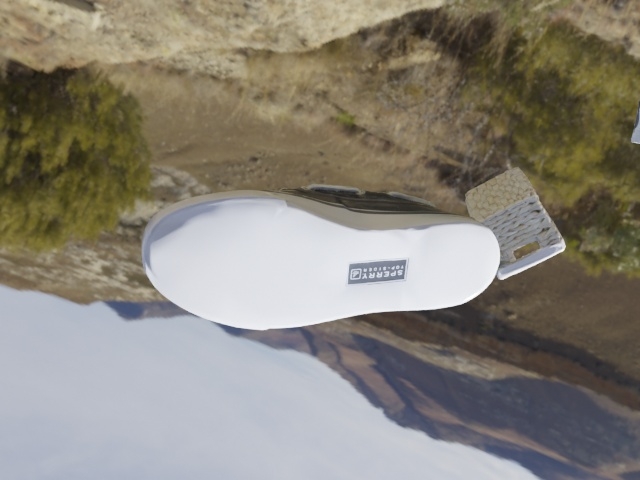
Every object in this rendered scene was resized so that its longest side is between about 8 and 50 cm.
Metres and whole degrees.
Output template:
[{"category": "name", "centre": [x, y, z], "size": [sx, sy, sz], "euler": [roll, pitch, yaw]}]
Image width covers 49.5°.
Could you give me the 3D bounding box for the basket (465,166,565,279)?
[{"category": "basket", "centre": [0.299, -0.033, 1.097], "size": [0.103, 0.113, 0.167], "euler": [57, -164, -16]}]

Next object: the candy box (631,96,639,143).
[{"category": "candy box", "centre": [0.443, -0.213, 0.821], "size": [0.070, 0.164, 0.196], "euler": [18, -146, 32]}]

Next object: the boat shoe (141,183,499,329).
[{"category": "boat shoe", "centre": [0.000, 0.000, 0.579], "size": [0.301, 0.108, 0.102], "euler": [-2, -158, -22]}]
